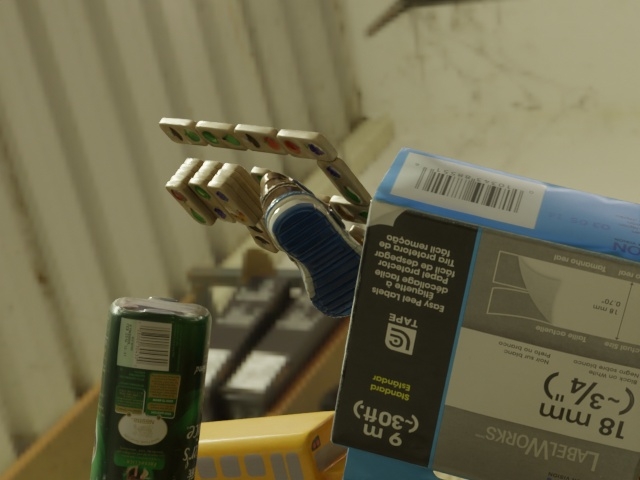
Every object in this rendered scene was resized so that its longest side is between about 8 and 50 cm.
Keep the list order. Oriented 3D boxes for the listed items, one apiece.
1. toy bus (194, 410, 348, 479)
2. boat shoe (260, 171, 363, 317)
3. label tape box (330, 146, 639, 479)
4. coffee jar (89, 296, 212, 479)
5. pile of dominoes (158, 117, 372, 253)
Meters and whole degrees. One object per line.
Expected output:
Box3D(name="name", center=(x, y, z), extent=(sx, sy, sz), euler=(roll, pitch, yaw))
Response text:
Box3D(name="toy bus", center=(-0.061, 0.276, 1.714), extent=(0.108, 0.333, 0.130), euler=(-26, -76, -58))
Box3D(name="boat shoe", center=(0.000, 0.000, 1.289), extent=(0.066, 0.066, 0.183), euler=(63, -178, 38))
Box3D(name="label tape box", center=(0.141, 0.118, 1.162), extent=(0.106, 0.241, 0.333), euler=(-61, -18, -59))
Box3D(name="coffee jar", center=(-0.129, 0.138, 1.112), extent=(0.096, 0.079, 0.184), euler=(-128, 45, -84))
Box3D(name="pile of dominoes", center=(-0.039, -0.028, 1.357), extent=(0.040, 0.251, 0.196), euler=(-55, -53, -20))
